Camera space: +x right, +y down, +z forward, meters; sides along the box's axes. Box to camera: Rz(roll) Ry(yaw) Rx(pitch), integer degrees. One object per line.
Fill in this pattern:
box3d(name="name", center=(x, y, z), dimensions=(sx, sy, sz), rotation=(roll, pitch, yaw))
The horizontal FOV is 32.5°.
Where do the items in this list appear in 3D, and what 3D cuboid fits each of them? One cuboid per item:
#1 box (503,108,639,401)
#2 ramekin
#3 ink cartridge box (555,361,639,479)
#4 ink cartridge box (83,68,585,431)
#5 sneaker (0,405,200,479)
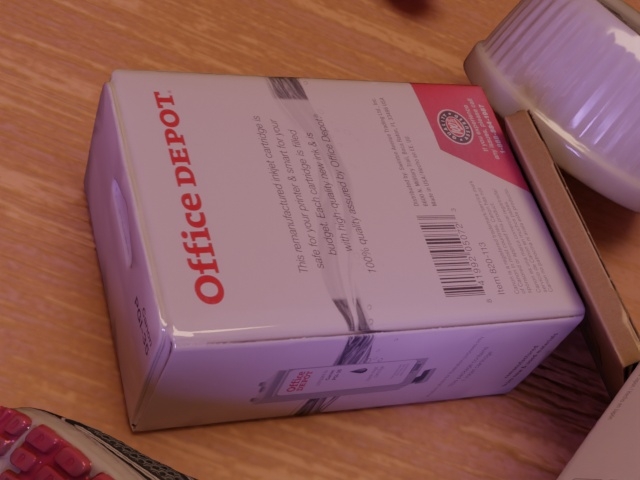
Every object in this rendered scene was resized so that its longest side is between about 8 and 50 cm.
box3d(name="box", center=(0.184, 0.028, 0.774), dimensions=(0.021, 0.164, 0.201), rotation=(-22, 59, 6))
box3d(name="ramekin", center=(0.228, -0.126, 0.881), dimensions=(0.207, 0.109, 0.207), rotation=(29, 25, -15))
box3d(name="ink cartridge box", center=(0.217, 0.213, 0.607), dimensions=(0.296, 0.066, 0.261), rotation=(-40, 110, -40))
box3d(name="ink cartridge box", center=(0.000, 0.000, 0.732), dimensions=(0.283, 0.117, 0.207), rotation=(-2, 56, -25))
box3d(name="sneaker", center=(-0.060, 0.187, 0.581), dimensions=(0.299, 0.121, 0.112), rotation=(33, 20, 5))
